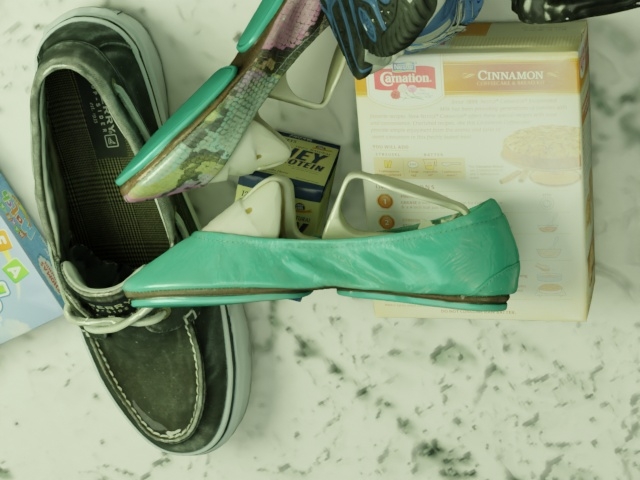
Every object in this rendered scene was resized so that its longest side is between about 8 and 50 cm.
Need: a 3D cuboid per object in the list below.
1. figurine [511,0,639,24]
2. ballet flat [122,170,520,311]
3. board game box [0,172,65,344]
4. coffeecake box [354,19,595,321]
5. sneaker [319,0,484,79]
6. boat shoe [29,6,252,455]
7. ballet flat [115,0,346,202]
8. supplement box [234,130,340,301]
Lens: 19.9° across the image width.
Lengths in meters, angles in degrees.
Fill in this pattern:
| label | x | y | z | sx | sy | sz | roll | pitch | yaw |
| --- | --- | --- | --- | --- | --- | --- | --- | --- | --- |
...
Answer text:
| label | x | y | z | sx | sy | sz | roll | pitch | yaw |
| --- | --- | --- | --- | --- | --- | --- | --- | --- | --- |
| figurine | 0.122 | -0.244 | 1.013 | 0.092 | 0.215 | 0.209 | -12 | 108 | -3 |
| ballet flat | 0.000 | 0.000 | 1.142 | 0.247 | 0.083 | 0.087 | 0 | 92 | 3 |
| board game box | -0.304 | 0.021 | 1.324 | 0.211 | 0.039 | 0.160 | -25 | 106 | 21 |
| coffeecake box | 0.103 | -0.045 | 1.185 | 0.142 | 0.068 | 0.185 | 1 | 114 | 13 |
| sneaker | 0.050 | -0.148 | 1.033 | 0.081 | 0.211 | 0.080 | -24 | 93 | -5 |
| boat shoe | -0.138 | 0.013 | 1.237 | 0.121 | 0.119 | 0.335 | -10 | 112 | 17 |
| ballet flat | -0.035 | -0.097 | 1.149 | 0.079 | 0.077 | 0.221 | 38 | 83 | -16 |
| supplement box | -0.026 | -0.018 | 1.217 | 0.056 | 0.083 | 0.083 | 13 | 116 | 3 |
